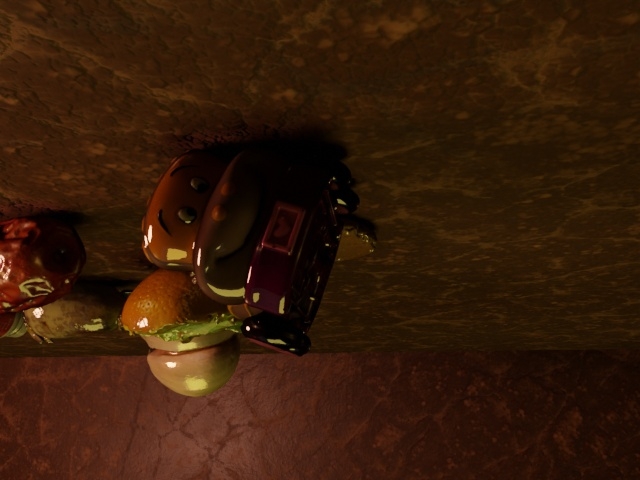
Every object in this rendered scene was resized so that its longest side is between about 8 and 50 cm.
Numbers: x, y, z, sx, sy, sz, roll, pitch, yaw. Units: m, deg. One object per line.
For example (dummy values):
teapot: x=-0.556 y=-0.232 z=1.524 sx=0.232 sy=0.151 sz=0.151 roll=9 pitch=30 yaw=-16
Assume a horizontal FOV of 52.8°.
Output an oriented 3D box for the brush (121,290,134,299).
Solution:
brush: x=-0.554 y=0.169 z=1.844 sx=0.062 sy=0.016 sz=0.193 roll=11 pitch=160 yaw=-28

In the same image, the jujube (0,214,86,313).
jujube: x=-0.537 y=0.042 z=1.156 sx=0.250 sy=0.174 sz=0.174 roll=-15 pitch=158 yaw=34

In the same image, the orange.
orange: x=-0.276 y=0.152 z=1.480 sx=0.334 sy=0.196 sz=0.262 roll=20 pitch=169 yaw=-39

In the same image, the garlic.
garlic: x=-0.382 y=0.293 z=1.880 sx=0.312 sy=0.249 sz=0.286 roll=1 pitch=120 yaw=-10

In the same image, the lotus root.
lotus root: x=-0.606 y=0.181 z=1.655 sx=0.309 sy=0.173 sz=0.173 roll=-1 pitch=163 yaw=7

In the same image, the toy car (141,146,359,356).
toy car: x=-0.095 y=0.004 z=0.920 sx=0.240 sy=0.271 sz=0.341 roll=16 pitch=166 yaw=11

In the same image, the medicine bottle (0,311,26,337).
medicine bottle: x=-0.905 y=0.190 z=1.722 sx=0.131 sy=0.131 sz=0.250 roll=-7 pitch=163 yaw=23

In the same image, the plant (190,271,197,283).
plant: x=-0.230 y=0.035 z=1.331 sx=0.116 sy=0.104 sz=0.122 roll=-42 pitch=113 yaw=12

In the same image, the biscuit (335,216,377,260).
biscuit: x=0.000 y=0.000 z=1.222 sx=0.225 sy=0.042 sz=0.226 roll=-1 pitch=163 yaw=0
